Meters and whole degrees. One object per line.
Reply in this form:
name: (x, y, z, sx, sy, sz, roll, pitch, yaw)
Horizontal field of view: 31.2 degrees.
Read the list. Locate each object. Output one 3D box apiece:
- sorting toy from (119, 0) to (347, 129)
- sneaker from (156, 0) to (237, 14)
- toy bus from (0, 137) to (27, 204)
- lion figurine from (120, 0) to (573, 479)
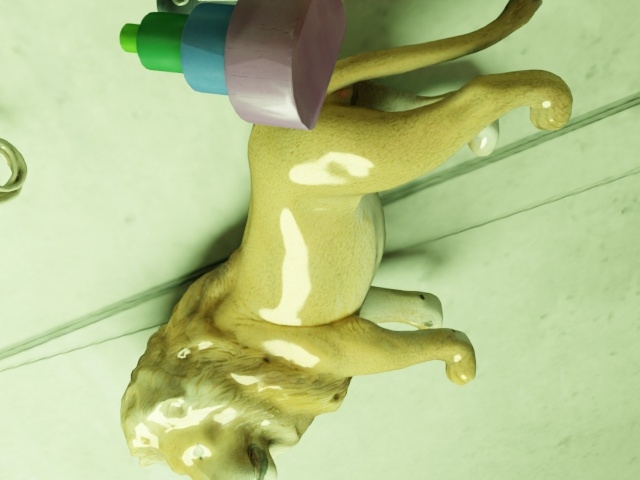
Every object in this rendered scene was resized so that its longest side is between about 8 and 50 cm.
sorting toy: (-0.090, -0.180, 0.422, 0.126, 0.127, 0.365, 9, 147, 22)
sneaker: (-0.084, -0.201, 0.521, 0.282, 0.099, 0.153, 21, 121, -42)
toy bus: (-0.296, 0.005, 0.634, 0.202, 0.190, 0.104, 25, 163, -39)
lion figurine: (0.000, 0.000, 0.764, 0.240, 0.142, 0.392, 2, 119, -16)
